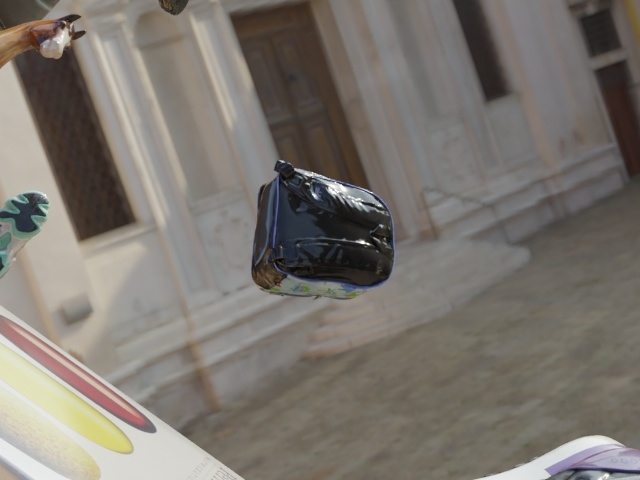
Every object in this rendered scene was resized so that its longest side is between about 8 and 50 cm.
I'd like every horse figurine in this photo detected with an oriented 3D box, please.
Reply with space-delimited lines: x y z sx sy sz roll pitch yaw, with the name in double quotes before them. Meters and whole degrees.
"horse figurine" -0.319 -0.097 0.908 0.263 0.066 0.174 -25 25 20

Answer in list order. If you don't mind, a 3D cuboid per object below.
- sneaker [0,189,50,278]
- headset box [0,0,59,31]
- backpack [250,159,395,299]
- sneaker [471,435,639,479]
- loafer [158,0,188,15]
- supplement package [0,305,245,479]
"sneaker" -0.270 0.002 1.011 0.098 0.038 0.069 -53 9 -23
"headset box" -0.352 -0.385 1.282 0.131 0.283 0.246 15 59 33
"backpack" 0.000 0.000 1.009 0.114 0.105 0.084 11 -22 -22
"sneaker" 0.131 0.204 0.750 0.283 0.107 0.124 -22 12 -25
"loafer" -0.176 -0.329 1.303 0.061 0.170 0.062 12 36 18
"supplement package" -0.168 0.095 0.463 0.134 0.244 0.139 -56 -3 7
